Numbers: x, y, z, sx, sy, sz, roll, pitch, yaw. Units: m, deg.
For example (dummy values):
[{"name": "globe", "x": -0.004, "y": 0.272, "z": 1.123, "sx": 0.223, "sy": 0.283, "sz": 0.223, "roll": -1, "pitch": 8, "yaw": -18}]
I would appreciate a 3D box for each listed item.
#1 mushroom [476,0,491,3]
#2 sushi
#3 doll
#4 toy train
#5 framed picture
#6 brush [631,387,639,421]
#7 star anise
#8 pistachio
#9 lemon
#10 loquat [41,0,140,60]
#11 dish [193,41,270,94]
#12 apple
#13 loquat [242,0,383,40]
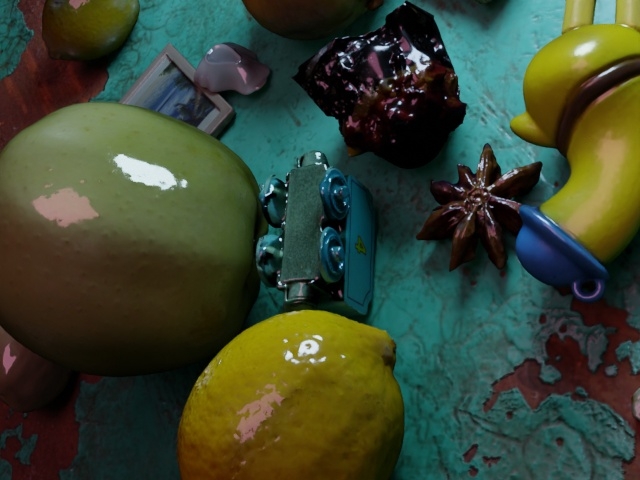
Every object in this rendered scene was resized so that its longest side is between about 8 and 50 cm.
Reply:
[{"name": "mushroom", "x": 0.160, "y": -0.400, "z": 1.283, "sx": 0.108, "sy": 0.096, "sz": 0.247, "roll": -41, "pitch": 56, "yaw": 11}, {"name": "sushi", "x": 0.090, "y": -0.167, "z": 1.180, "sx": 0.172, "sy": 0.153, "sz": 0.150, "roll": -32, "pitch": 66, "yaw": 30}, {"name": "doll", "x": 0.294, "y": -0.112, "z": 1.021, "sx": 0.199, "sy": 0.145, "sz": 0.363, "roll": 0, "pitch": 75, "yaw": 30}, {"name": "toy train", "x": 0.000, "y": 0.000, "z": 1.160, "sx": 0.107, "sy": 0.154, "sz": 0.198, "roll": -9, "pitch": 64, "yaw": 28}, {"name": "framed picture", "x": -0.283, "y": -0.137, "z": 1.509, "sx": 0.315, "sy": 0.024, "sz": 0.232, "roll": -48, "pitch": 49, "yaw": 5}, {"name": "brush", "x": 0.427, "y": 0.199, "z": 0.850, "sx": 0.336, "sy": 0.020, "sz": 0.085, "roll": 18, "pitch": 80, "yaw": 39}, {"name": "star anise", "x": 0.185, "y": -0.038, "z": 1.111, "sx": 0.167, "sy": 0.057, "sz": 0.168, "roll": -16, "pitch": 60, "yaw": 30}, {"name": "pistachio", "x": -0.419, "y": 0.141, "z": 1.412, "sx": 0.135, "sy": 0.136, "sz": 0.226, "roll": -18, "pitch": 52, "yaw": 27}, {"name": "lemon", "x": -0.033, "y": 0.206, "z": 1.035, "sx": 0.236, "sy": 0.236, "sz": 0.263, "roll": 14, "pitch": 54, "yaw": 39}, {"name": "loquat", "x": -0.385, "y": -0.375, "z": 1.621, "sx": 0.195, "sy": 0.152, "sz": 0.152, "roll": -35, "pitch": 52, "yaw": 6}, {"name": "dish", "x": -0.134, "y": -0.261, "z": 1.440, "sx": 0.137, "sy": 0.039, "sz": 0.091, "roll": 29, "pitch": 70, "yaw": 39}, {"name": "apple", "x": -0.235, "y": 0.003, "z": 1.204, "sx": 0.357, "sy": 0.357, "sz": 0.357, "roll": -15, "pitch": 60, "yaw": 29}, {"name": "loquat", "x": -0.017, "y": -0.386, "z": 1.335, "sx": 0.238, "sy": 0.193, "sz": 0.238, "roll": -14, "pitch": 56, "yaw": 22}]
